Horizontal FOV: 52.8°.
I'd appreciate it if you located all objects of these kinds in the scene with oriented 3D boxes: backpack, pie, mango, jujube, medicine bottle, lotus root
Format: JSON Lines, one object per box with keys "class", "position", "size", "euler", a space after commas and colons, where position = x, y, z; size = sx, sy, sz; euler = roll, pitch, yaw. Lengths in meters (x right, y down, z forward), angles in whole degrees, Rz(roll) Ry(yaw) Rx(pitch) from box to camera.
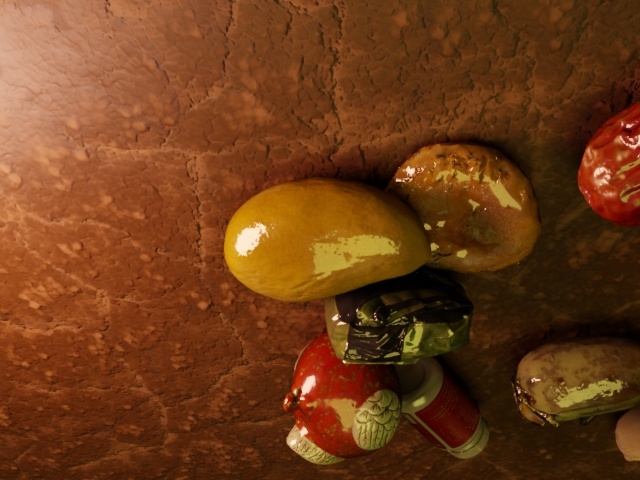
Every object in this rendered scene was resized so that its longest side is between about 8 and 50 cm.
{"class": "backpack", "position": [0.132, 0.114, 1.093], "size": [0.253, 0.207, 0.140], "euler": [1, 120, -6]}
{"class": "pie", "position": [0.223, -0.037, 1.031], "size": [0.273, 0.069, 0.274], "euler": [8, 132, 9]}
{"class": "mango", "position": [-0.005, -0.007, 1.013], "size": [0.331, 0.142, 0.195], "euler": [-16, 109, 22]}
{"class": "jujube", "position": [0.473, -0.124, 0.872], "size": [0.174, 0.174, 0.250], "euler": [34, 123, -24]}
{"class": "medicine bottle", "position": [0.243, 0.343, 1.328], "size": [0.131, 0.131, 0.250], "euler": [-27, 125, 25]}
{"class": "lotus root", "position": [0.520, 0.261, 1.224], "size": [0.309, 0.173, 0.173], "euler": [-13, 130, 15]}

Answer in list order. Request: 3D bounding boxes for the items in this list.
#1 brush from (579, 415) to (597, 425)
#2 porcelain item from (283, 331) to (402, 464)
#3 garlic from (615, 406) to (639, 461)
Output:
{"class": "brush", "position": [0.612, 0.341, 1.377], "size": [0.062, 0.016, 0.193], "euler": [15, 130, -9]}
{"class": "porcelain item", "position": [0.022, 0.294, 1.213], "size": [0.252, 0.253, 0.253], "euler": [2, 132, 2]}
{"class": "garlic", "position": [0.790, 0.441, 1.310], "size": [0.312, 0.249, 0.286], "euler": [-2, 88, 3]}
